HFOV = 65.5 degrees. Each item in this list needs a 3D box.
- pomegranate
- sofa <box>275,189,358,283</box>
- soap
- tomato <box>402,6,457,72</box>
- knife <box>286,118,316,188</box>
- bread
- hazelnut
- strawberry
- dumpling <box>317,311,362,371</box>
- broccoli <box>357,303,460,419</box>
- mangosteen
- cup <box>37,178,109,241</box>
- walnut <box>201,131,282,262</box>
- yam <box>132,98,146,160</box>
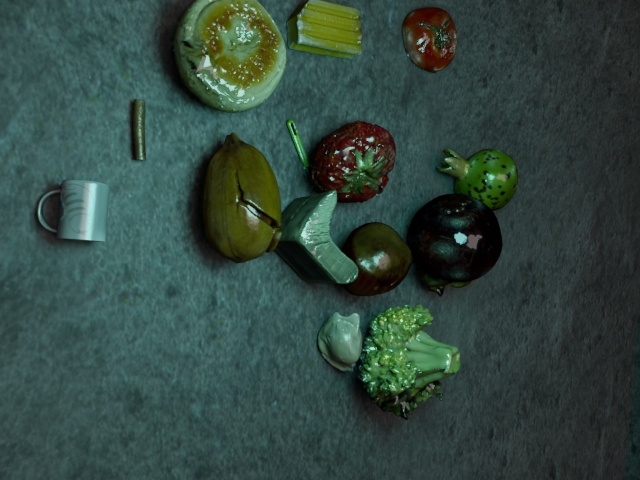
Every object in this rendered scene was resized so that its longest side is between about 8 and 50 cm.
[{"bbox_3d":[0.555,-0.218,1.788,0.285,0.231,0.231,10,82,8],"label":"pomegranate"},{"bbox_3d":[0.000,0.000,1.392,0.225,0.210,0.176,46,64,-21],"label":"sofa"},{"bbox_3d":[0.015,-0.631,1.484,0.231,0.073,0.140,-5,91,-33],"label":"soap"},{"bbox_3d":[0.398,-0.706,1.728,0.227,0.101,0.228,-2,94,-34],"label":"tomato"},{"bbox_3d":[-0.047,-0.259,1.473,0.054,0.015,0.212,-31,106,-31],"label":"knife"},{"bbox_3d":[-0.235,-0.473,1.265,0.305,0.158,0.306,-1,91,-37],"label":"bread"},{"bbox_3d":[0.148,0.066,1.490,0.229,0.229,0.230,0,89,-34],"label":"hazelnut"},{"bbox_3d":[0.092,-0.238,1.461,0.273,0.220,0.274,-20,141,-17],"label":"strawberry"},{"bbox_3d":[0.060,0.297,1.481,0.118,0.136,0.199,-27,132,-66],"label":"dumpling"},{"bbox_3d":[0.287,0.367,1.524,0.293,0.280,0.348,45,57,-35],"label":"broccoli"},{"bbox_3d":[0.440,0.004,1.632,0.329,0.330,0.331,0,89,-34],"label":"mangosteen"},{"bbox_3d":[-0.539,-0.064,1.092,0.135,0.099,0.133,6,87,-34],"label":"cup"},{"bbox_3d":[-0.202,-0.112,1.264,0.208,0.209,0.337,-6,86,-34],"label":"walnut"},{"bbox_3d":[-0.438,-0.266,1.203,0.032,0.032,0.146,-2,90,-34],"label":"yam"}]
